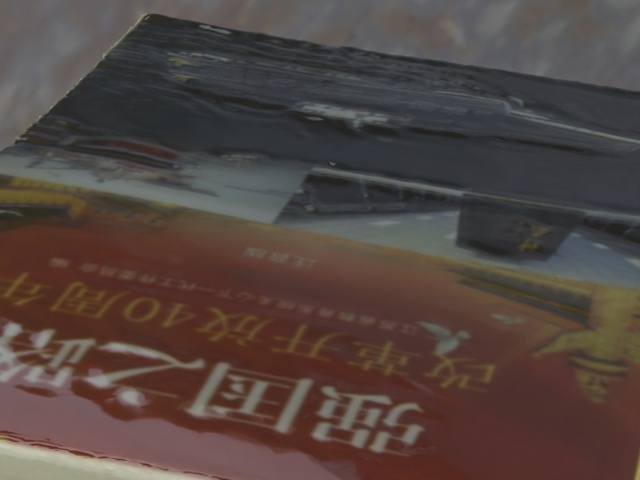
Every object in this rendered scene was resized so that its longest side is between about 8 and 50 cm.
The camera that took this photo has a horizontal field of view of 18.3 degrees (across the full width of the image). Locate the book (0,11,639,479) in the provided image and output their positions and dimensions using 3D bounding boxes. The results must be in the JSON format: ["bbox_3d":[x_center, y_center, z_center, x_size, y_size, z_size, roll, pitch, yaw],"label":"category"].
[{"bbox_3d":[0.000,0.000,0.725,0.263,0.028,0.374,10,26,11],"label":"book"}]
